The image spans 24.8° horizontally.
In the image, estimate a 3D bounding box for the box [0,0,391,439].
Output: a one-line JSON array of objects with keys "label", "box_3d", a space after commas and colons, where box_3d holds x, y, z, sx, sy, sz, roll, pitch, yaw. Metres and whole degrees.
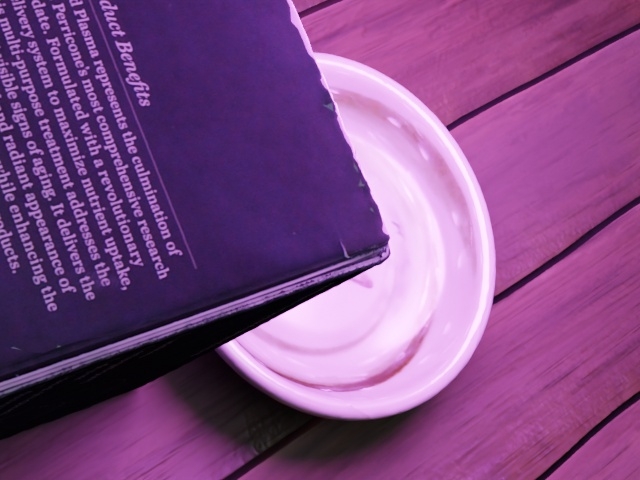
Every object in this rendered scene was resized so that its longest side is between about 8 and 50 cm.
[{"label": "box", "box_3d": [-0.290, 0.010, 1.143, 0.472, 0.480, 0.297, -17, 82, -35]}]

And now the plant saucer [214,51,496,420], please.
[{"label": "plant saucer", "box_3d": [0.000, 0.000, 1.555, 0.400, 0.100, 0.400, 10, 69, -29]}]
